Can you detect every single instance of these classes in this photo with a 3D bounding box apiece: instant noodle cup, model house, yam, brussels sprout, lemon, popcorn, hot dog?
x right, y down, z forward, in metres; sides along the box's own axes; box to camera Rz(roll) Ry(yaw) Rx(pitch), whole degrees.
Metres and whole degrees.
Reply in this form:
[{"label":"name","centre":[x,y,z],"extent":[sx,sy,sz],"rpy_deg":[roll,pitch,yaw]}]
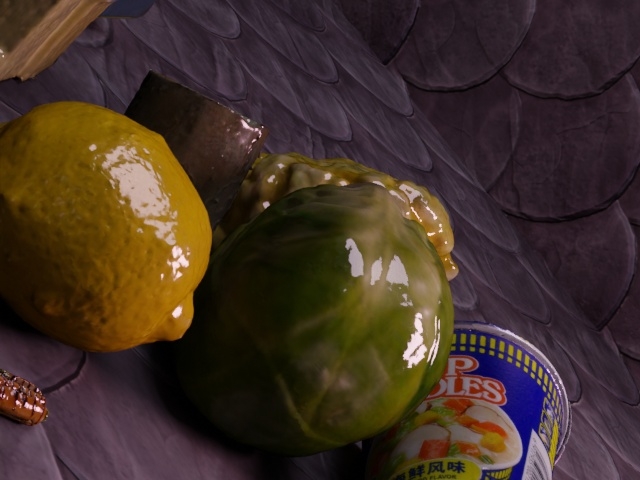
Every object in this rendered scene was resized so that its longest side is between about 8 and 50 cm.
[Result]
[{"label":"instant noodle cup","centre":[0.164,0.289,1.879],"extent":[0.284,0.284,0.312],"rpy_deg":[43,24,-14]},{"label":"model house","centre":[-0.378,-0.377,2.026],"extent":[0.261,0.266,0.321],"rpy_deg":[50,16,-4]},{"label":"yam","centre":[-0.184,-0.057,1.796],"extent":[0.161,0.268,0.161],"rpy_deg":[30,13,-7]},{"label":"brussels sprout","centre":[0.004,0.081,1.789],"extent":[0.281,0.289,0.354],"rpy_deg":[45,37,-19]},{"label":"lemon","centre":[-0.233,-0.013,1.591],"extent":[0.288,0.233,0.233],"rpy_deg":[51,16,2]},{"label":"popcorn","centre":[0.011,-0.007,2.121],"extent":[0.292,0.294,0.334],"rpy_deg":[58,0,26]},{"label":"hot dog","centre":[-0.293,0.134,1.430],"extent":[0.122,0.037,0.049],"rpy_deg":[32,18,-46]}]

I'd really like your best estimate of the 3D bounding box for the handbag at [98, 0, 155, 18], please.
[{"label":"handbag","centre":[-0.340,-0.490,2.387],"extent":[0.222,0.263,0.241],"rpy_deg":[-15,63,-43]}]
